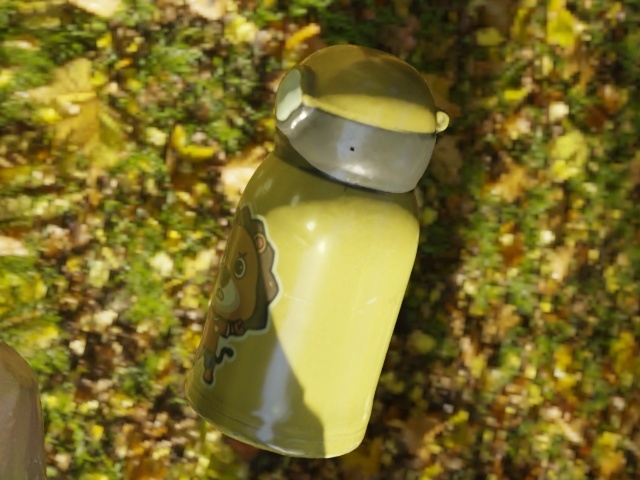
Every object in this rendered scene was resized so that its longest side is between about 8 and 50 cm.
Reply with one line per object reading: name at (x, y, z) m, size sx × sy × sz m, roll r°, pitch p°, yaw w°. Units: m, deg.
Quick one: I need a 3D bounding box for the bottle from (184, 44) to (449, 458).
bottle at (0.000, 0.000, 1.163) m, size 0.171 × 0.171 × 0.351 m, roll 2°, pitch 108°, yaw -47°

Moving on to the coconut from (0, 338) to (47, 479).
coconut at (-0.351, 0.174, 1.118) m, size 0.245 × 0.233 × 0.233 m, roll -30°, pitch 126°, yaw 6°
